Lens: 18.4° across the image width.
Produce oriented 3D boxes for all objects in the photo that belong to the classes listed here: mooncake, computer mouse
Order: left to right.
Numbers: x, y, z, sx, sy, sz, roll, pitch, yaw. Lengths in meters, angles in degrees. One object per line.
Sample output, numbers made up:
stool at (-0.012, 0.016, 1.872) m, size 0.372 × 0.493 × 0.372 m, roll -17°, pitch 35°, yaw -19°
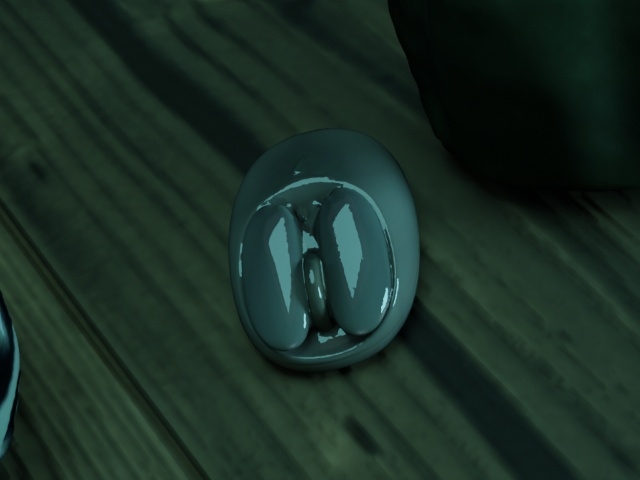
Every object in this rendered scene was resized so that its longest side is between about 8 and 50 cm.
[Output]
computer mouse at (-0.001, -0.002, 0.666) m, size 0.066 × 0.039 × 0.096 m, roll -12°, pitch 43°, yaw 12°
mooncake at (0.104, -0.100, 0.681) m, size 0.168 × 0.104 × 0.175 m, roll -32°, pitch 46°, yaw -19°

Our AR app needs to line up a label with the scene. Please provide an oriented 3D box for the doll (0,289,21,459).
doll at (-0.171, 0.064, 0.619) m, size 0.181 × 0.110 × 0.107 m, roll -32°, pitch 65°, yaw -18°
